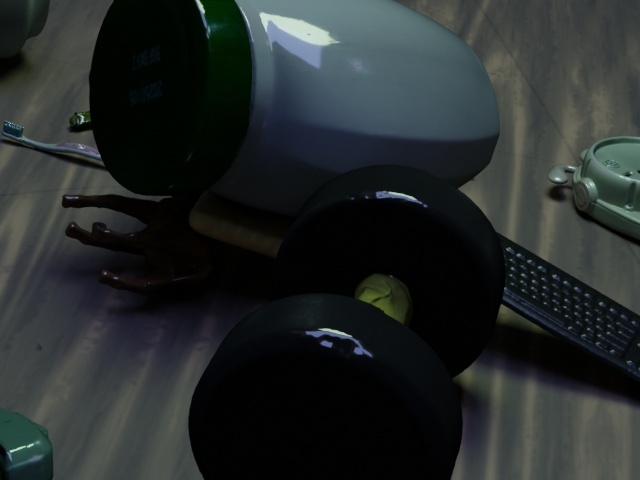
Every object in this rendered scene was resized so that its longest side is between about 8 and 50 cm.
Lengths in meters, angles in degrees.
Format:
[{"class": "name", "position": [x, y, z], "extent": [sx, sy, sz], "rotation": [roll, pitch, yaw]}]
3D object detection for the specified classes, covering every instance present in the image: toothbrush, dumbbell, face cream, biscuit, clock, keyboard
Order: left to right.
[{"class": "toothbrush", "position": [-0.257, -0.093, 1.909], "extent": [0.204, 0.022, 0.017], "rotation": [18, 33, 15]}, {"class": "face cream", "position": [-0.021, -0.141, 1.702], "extent": [0.357, 0.219, 0.312], "rotation": [3, 25, -38]}, {"class": "biscuit", "position": [0.000, 0.001, 1.715], "extent": [0.250, 0.030, 0.160], "rotation": [19, 19, 0]}, {"class": "dumbbell", "position": [0.032, 0.089, 1.440], "extent": [0.204, 0.203, 0.322], "rotation": [11, 29, 9]}, {"class": "keyboard", "position": [0.205, 0.052, 1.646], "extent": [0.381, 0.041, 0.103], "rotation": [25, 32, 13]}, {"class": "clock", "position": [0.351, -0.063, 1.932], "extent": [0.191, 0.062, 0.151], "rotation": [26, 34, 33]}]

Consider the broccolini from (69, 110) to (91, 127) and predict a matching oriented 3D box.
[{"class": "broccolini", "position": [-0.201, -0.171, 2.021], "extent": [0.201, 0.058, 0.074], "rotation": [-18, 30, -40]}]

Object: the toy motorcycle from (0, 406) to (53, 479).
[{"class": "toy motorcycle", "position": [-0.298, 0.186, 1.237], "extent": [0.200, 0.191, 0.326], "rotation": [-10, 18, -34]}]

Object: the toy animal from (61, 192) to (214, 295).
[{"class": "toy animal", "position": [-0.155, -0.021, 1.744], "extent": [0.230, 0.066, 0.224], "rotation": [1, 32, -37]}]

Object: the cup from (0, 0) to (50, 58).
[{"class": "cup", "position": [-0.508, -0.358, 2.054], "extent": [0.327, 0.323, 0.237], "rotation": [-10, -10, -24]}]
